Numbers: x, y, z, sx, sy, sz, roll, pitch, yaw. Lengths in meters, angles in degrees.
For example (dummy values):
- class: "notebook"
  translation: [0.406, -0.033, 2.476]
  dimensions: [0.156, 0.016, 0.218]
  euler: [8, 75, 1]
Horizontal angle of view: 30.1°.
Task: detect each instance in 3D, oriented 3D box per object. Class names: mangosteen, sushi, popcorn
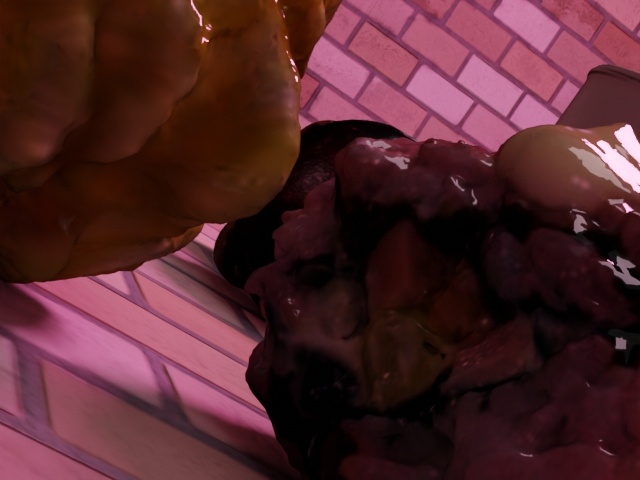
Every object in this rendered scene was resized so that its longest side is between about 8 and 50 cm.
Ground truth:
- class: "mangosteen"
  translation: [0.018, -0.010, 0.992]
  dimensions: [0.210, 0.210, 0.210]
  euler: [34, 4, -2]
- class: "sushi"
  translation: [0.088, 0.052, 0.560]
  dimensions: [0.171, 0.236, 0.270]
  euler: [20, 16, -40]
- class: "popcorn"
  translation: [-0.106, -0.136, 0.597]
  dimensions: [0.325, 0.321, 0.290]
  euler: [8, 19, -36]

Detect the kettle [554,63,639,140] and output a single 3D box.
- class: "kettle"
  translation: [0.210, 0.049, 0.933]
  dimensions: [0.205, 0.318, 0.265]
  euler: [33, 4, 21]
